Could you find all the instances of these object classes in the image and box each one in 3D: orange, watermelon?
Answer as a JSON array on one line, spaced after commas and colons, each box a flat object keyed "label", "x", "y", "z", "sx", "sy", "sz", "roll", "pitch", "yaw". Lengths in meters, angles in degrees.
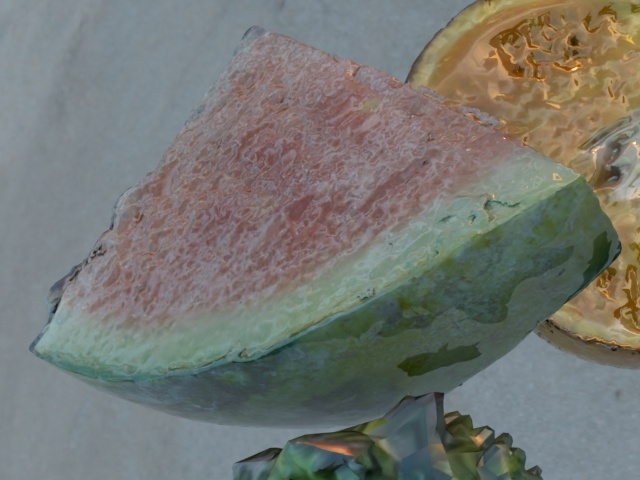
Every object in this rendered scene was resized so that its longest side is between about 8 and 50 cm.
[{"label": "orange", "x": 0.205, "y": -0.051, "z": 0.820, "sx": 0.274, "sy": 0.310, "sz": 0.274, "roll": -44, "pitch": 5, "yaw": 5}, {"label": "watermelon", "x": 0.000, "y": 0.000, "z": 0.612, "sx": 0.310, "sy": 0.193, "sz": 0.232, "roll": -37, "pitch": 20, "yaw": 29}]

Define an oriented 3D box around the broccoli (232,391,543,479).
[{"label": "broccoli", "x": 0.023, "y": 0.248, "z": 0.406, "sx": 0.302, "sy": 0.249, "sz": 0.375, "roll": -10, "pitch": 48, "yaw": 52}]
